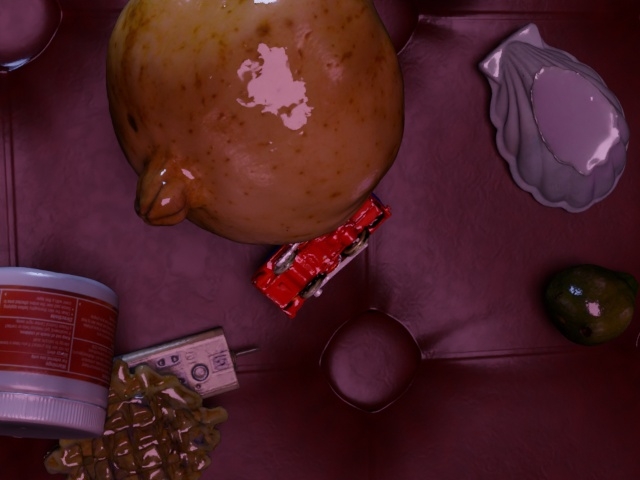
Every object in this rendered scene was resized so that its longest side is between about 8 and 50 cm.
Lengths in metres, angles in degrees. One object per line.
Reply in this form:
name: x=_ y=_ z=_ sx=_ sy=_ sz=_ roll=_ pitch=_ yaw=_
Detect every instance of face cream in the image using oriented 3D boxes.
face cream: x=-0.364 y=0.146 z=1.355 sx=0.201 sy=0.201 sz=0.187 roll=7 pitch=73 yaw=-12

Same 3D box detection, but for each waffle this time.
waffle: x=-0.246 y=0.284 z=1.463 sx=0.204 sy=0.054 sz=0.223 roll=32 pitch=99 yaw=-25

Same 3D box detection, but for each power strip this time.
power strip: x=-0.212 y=0.189 z=1.496 sx=0.268 sy=0.034 sz=0.092 roll=-16 pitch=98 yaw=-10

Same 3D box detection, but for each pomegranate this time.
pomegranate: x=-0.091 y=-0.159 z=1.303 sx=0.410 sy=0.410 sz=0.410 roll=-1 pitch=96 yaw=-12

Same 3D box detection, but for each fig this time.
fig: x=0.414 y=0.084 z=1.576 sx=0.156 sy=0.123 sz=0.123 roll=-29 pitch=100 yaw=-20

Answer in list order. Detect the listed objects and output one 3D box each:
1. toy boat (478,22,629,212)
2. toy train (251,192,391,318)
toy boat: x=0.351 y=-0.171 z=1.547 sx=0.199 sy=0.100 sz=0.290 roll=-41 pitch=103 yaw=-6
toy train: x=0.000 y=0.000 z=1.482 sx=0.204 sy=0.131 sz=0.083 roll=-45 pitch=108 yaw=7
